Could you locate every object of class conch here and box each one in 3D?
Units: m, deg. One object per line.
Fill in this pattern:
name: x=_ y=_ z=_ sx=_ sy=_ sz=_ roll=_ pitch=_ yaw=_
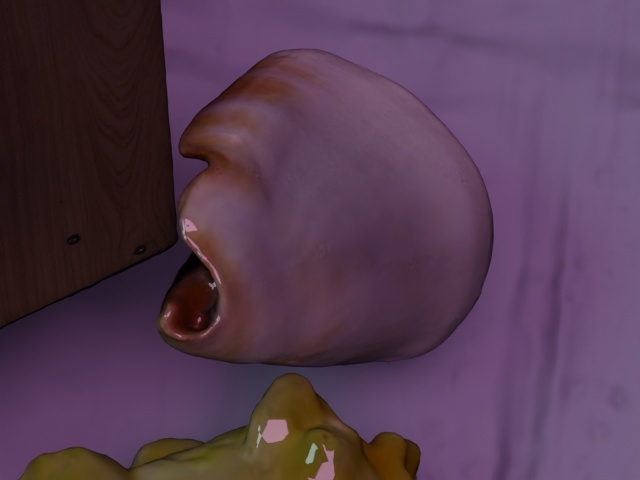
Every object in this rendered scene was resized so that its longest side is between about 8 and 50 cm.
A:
conch: x=-0.009 y=-0.005 z=0.593 sx=0.094 sy=0.176 sz=0.104 roll=29 pitch=115 yaw=37

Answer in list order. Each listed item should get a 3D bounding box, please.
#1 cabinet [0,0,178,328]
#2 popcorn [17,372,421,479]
cabinet: x=-0.182 y=-0.054 z=0.529 sx=0.215 sy=0.148 sz=0.175 roll=-27 pitch=49 yaw=-26
popcorn: x=-0.029 y=0.127 z=0.573 sx=0.173 sy=0.142 sz=0.173 roll=-8 pitch=64 yaw=17
